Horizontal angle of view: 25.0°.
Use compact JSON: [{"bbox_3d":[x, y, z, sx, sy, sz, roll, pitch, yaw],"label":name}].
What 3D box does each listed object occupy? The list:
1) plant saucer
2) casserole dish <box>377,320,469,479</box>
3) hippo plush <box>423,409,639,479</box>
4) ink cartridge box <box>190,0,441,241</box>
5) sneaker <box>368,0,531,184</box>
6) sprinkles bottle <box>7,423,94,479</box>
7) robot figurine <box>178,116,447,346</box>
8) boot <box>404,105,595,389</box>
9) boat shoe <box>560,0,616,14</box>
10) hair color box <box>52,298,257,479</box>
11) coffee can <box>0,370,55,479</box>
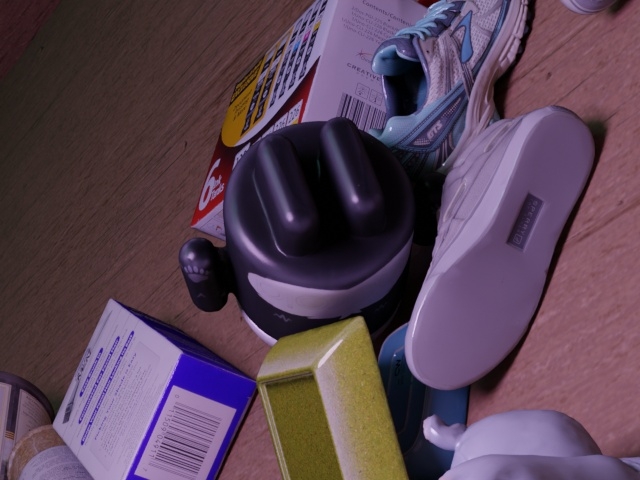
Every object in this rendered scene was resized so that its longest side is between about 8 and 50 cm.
[{"bbox_3d":[0.004,0.169,1.221,0.188,0.045,0.188,-23,82,65],"label":"plant saucer"},{"bbox_3d":[0.082,0.136,1.252,0.114,0.037,0.188,-36,34,47],"label":"casserole dish"},{"bbox_3d":[0.121,0.174,0.872,0.294,0.234,0.236,-65,23,0],"label":"hippo plush"},{"bbox_3d":[0.001,-0.152,1.573,0.309,0.130,0.272,-36,35,58],"label":"ink cartridge box"},{"bbox_3d":[0.119,-0.181,1.392,0.110,0.122,0.283,-32,38,51],"label":"sneaker"},{"bbox_3d":[-0.299,0.331,1.749,0.121,0.121,0.355,-63,23,2],"label":"sprinkles bottle"},{"bbox_3d":[-0.003,-0.001,1.314,0.278,0.209,0.173,90,-159,-64],"label":"robot figurine"},{"bbox_3d":[0.136,0.006,1.223,0.258,0.095,0.123,-59,16,-9],"label":"boot"},{"bbox_3d":[0.279,-0.293,1.221,0.227,0.079,0.081,-58,19,6],"label":"boat shoe"},{"bbox_3d":[-0.204,0.197,1.709,0.185,0.110,0.339,-66,25,-1],"label":"hair color box"},{"bbox_3d":[-0.483,0.345,2.024,0.201,0.201,0.275,-51,26,28],"label":"coffee can"}]
